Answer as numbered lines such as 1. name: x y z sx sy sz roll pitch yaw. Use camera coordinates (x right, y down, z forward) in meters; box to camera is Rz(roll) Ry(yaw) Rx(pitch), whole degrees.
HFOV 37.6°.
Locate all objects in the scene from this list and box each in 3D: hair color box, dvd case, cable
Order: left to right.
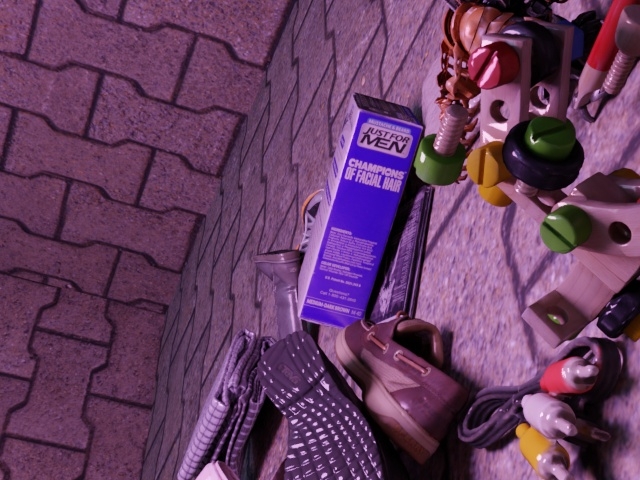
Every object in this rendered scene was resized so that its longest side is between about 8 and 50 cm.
1. hair color box: 0.056 -0.049 1.487 0.185 0.110 0.339 -94 18 -73
2. dvd case: 0.115 0.042 1.429 0.164 0.018 0.221 142 143 -66
3. cable: 0.198 0.152 0.919 0.287 0.072 0.139 168 123 -73

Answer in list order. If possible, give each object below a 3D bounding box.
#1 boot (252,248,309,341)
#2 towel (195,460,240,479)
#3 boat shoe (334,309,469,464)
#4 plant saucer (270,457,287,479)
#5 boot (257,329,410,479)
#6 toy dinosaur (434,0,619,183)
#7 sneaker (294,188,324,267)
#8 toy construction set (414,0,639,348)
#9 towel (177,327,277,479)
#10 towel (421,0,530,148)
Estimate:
1. boot: -0.069 0.124 1.799 0.189 0.076 0.208 -176 74 -74
2. towel: -0.155 0.449 1.024 0.332 0.053 0.317 -54 31 -1
3. boat shoe: 0.109 0.157 1.195 0.123 0.123 0.342 -47 11 4
4. plant saucer: -0.070 0.482 1.401 0.310 0.050 0.310 15 -90 -79
5. boot: 0.050 0.270 1.114 0.118 0.223 0.338 -32 36 10
6. toy dinosaur: 0.204 -0.226 1.004 0.164 0.218 0.322 -95 26 -52
7. sneaker: 0.000 0.000 1.783 0.083 0.084 0.215 -102 21 -56
8. toy construction set: 0.227 -0.055 0.818 0.237 0.257 0.309 104 -168 -45
9. towel: -0.172 0.344 1.907 0.283 0.121 0.235 -77 10 -66
10. towel: 0.218 -0.243 1.300 0.282 0.049 0.187 122 156 -47
